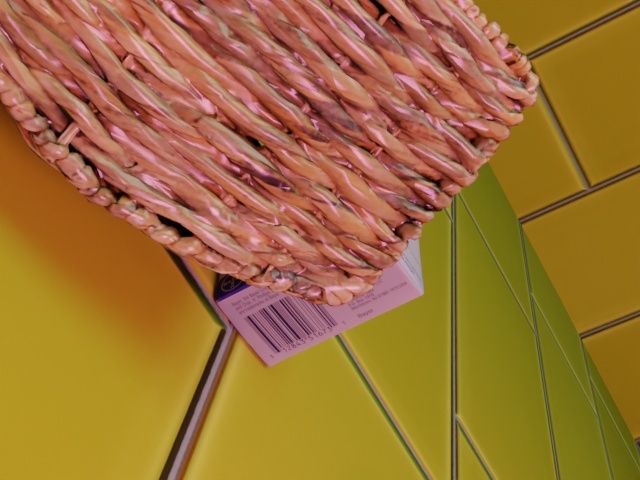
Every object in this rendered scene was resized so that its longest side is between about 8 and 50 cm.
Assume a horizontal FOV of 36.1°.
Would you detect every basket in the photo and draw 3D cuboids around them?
[{"bbox_3d":[-0.071,-0.120,0.558,0.299,0.213,0.223,41,0,-27],"label":"basket"}]

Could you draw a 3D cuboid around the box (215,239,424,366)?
[{"bbox_3d":[0.000,0.000,0.698,0.072,0.126,0.137,53,21,-28],"label":"box"}]
